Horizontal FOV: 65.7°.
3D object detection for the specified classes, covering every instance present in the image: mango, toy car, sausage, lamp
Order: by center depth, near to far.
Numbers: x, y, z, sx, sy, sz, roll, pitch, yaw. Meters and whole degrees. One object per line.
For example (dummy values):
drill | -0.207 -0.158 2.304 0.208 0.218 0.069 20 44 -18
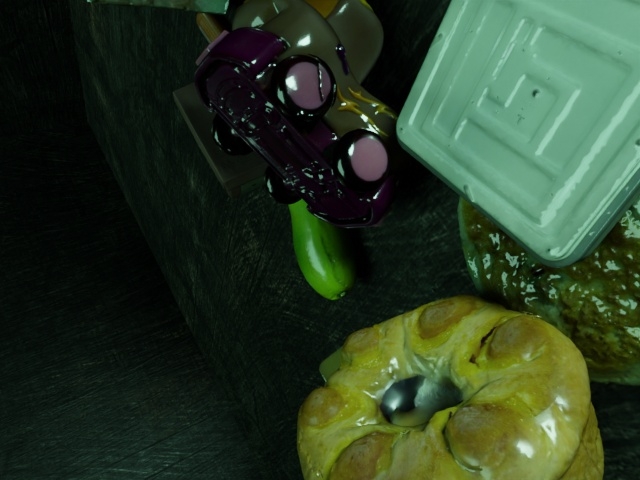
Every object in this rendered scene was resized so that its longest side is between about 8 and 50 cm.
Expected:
lamp | 0.207 -0.150 0.471 0.269 0.047 0.266 50 132 36
toy car | 0.004 -0.195 0.715 0.340 0.240 0.271 47 160 -21
mango | 0.000 0.000 0.943 0.125 0.111 0.232 -35 77 57
sausage | -0.177 -0.379 1.043 0.347 0.053 0.053 56 149 23

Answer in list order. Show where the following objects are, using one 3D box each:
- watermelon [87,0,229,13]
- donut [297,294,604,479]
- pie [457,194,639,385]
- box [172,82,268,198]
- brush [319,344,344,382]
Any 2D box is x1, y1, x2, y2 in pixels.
watermelon | -0.302 -0.587 0.968 0.151 0.303 0.263 -93 3 -67
donut | 0.127 0.198 0.545 0.317 0.299 0.150 8 135 59
pie | 0.270 0.016 0.531 0.302 0.067 0.302 38 139 43
box | -0.118 -0.208 0.891 0.215 0.215 0.086 59 169 17
brush | 0.097 0.291 0.961 0.197 0.123 0.059 54 -176 24
